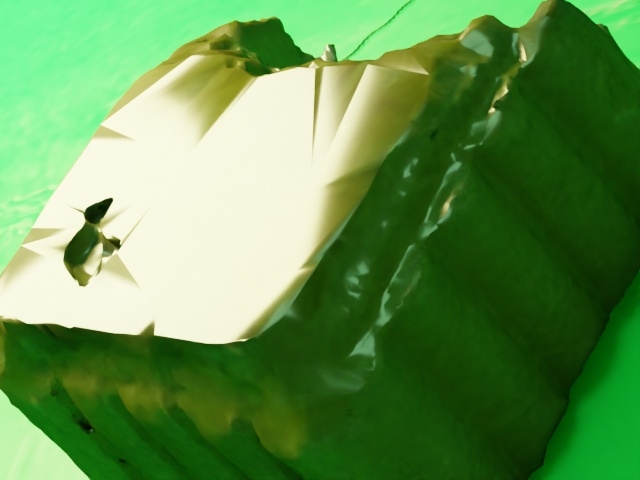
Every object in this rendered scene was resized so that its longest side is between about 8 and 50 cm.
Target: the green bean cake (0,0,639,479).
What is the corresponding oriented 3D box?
[{"bbox_3d":[0.000,0.000,0.736,0.236,0.124,0.233,3,52,47],"label":"green bean cake"}]
